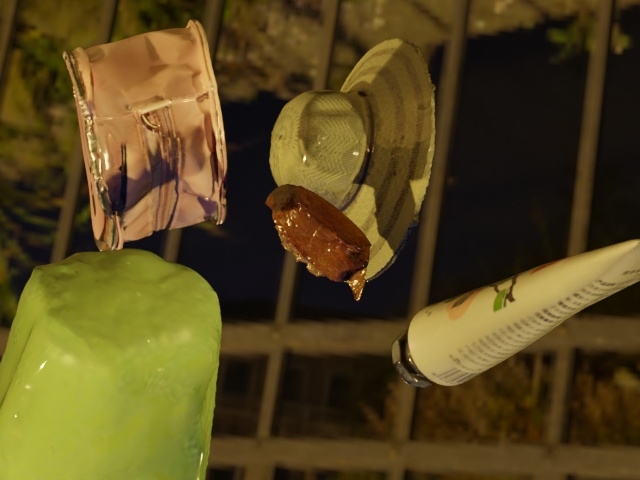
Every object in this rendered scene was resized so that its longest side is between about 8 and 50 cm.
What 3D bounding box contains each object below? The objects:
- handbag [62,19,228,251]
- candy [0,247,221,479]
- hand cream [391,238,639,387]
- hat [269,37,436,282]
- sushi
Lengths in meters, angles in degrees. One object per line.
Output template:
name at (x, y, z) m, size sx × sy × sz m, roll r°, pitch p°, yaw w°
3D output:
handbag at (-0.146, -0.087, 1.484) m, size 0.116 × 0.179 × 0.205 m, roll -10°, pitch 159°, yaw -11°
candy at (-0.154, 0.171, 1.080) m, size 0.142 × 0.132 × 0.344 m, roll 8°, pitch 119°, yaw -16°
hand cream at (0.126, 0.033, 0.992) m, size 0.080 × 0.050 × 0.234 m, roll -9°, pitch 166°, yaw -43°
hat at (0.008, -0.087, 1.723) m, size 0.110 × 0.252 × 0.252 m, roll 11°, pitch 163°, yaw -25°
sushi at (0.000, 0.000, 1.611) m, size 0.120 × 0.052 × 0.055 m, roll 37°, pitch 114°, yaw -10°
